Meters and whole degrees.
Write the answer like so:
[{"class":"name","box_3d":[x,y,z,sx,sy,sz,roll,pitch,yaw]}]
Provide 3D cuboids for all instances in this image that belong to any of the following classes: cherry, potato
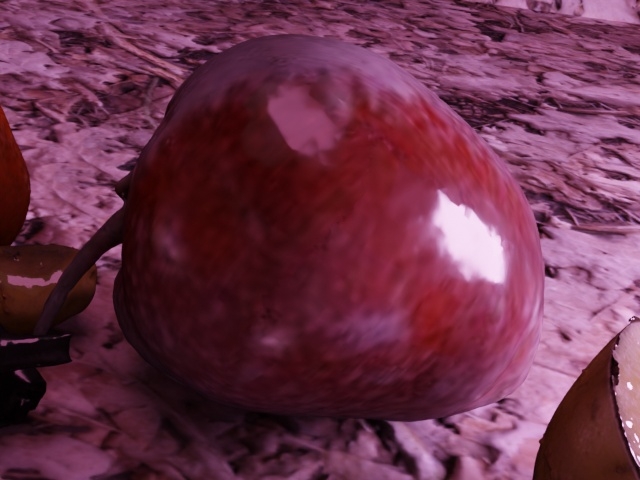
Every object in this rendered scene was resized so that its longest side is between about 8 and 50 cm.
[{"class":"cherry","box_3d":[-0.004,-0.002,0.835,0.334,0.291,0.326,15,6,-35]},{"class":"potato","box_3d":[0.203,0.158,0.718,0.182,0.117,0.202,55,31,0]},{"class":"potato","box_3d":[-0.252,0.039,0.889,0.137,0.070,0.091,3,23,-14]}]

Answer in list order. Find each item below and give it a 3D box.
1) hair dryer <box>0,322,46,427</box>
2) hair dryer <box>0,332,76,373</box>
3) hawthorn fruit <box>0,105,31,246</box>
[{"class":"hair dryer","box_3d":[-0.295,0.039,0.799,0.251,0.197,0.089,43,-7,19]},{"class":"hair dryer","box_3d":[-0.302,0.090,0.638,0.340,0.123,0.312,-4,9,-25]},{"class":"hawthorn fruit","box_3d":[-0.342,-0.059,0.954,0.189,0.189,0.189,7,24,-3]}]
